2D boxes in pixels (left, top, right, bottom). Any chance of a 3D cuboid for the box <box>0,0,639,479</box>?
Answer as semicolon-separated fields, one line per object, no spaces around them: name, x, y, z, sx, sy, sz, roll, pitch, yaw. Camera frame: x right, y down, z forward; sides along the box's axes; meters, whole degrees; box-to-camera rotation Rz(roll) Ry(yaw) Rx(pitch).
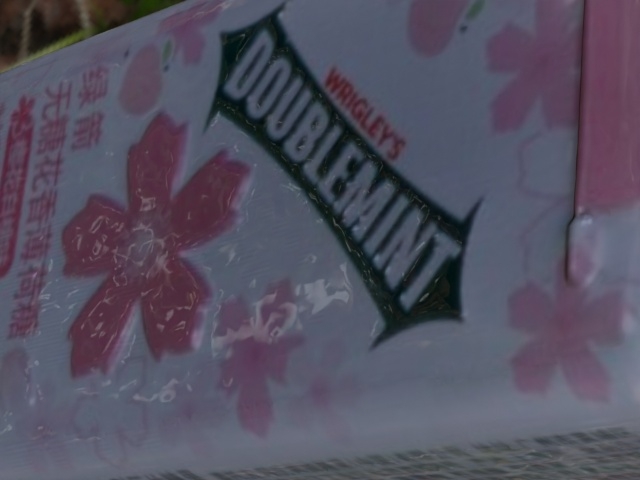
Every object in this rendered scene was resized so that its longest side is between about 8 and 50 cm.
box;0.000;0.000;0.651;0.112;0.369;0.190;24;65;-39
